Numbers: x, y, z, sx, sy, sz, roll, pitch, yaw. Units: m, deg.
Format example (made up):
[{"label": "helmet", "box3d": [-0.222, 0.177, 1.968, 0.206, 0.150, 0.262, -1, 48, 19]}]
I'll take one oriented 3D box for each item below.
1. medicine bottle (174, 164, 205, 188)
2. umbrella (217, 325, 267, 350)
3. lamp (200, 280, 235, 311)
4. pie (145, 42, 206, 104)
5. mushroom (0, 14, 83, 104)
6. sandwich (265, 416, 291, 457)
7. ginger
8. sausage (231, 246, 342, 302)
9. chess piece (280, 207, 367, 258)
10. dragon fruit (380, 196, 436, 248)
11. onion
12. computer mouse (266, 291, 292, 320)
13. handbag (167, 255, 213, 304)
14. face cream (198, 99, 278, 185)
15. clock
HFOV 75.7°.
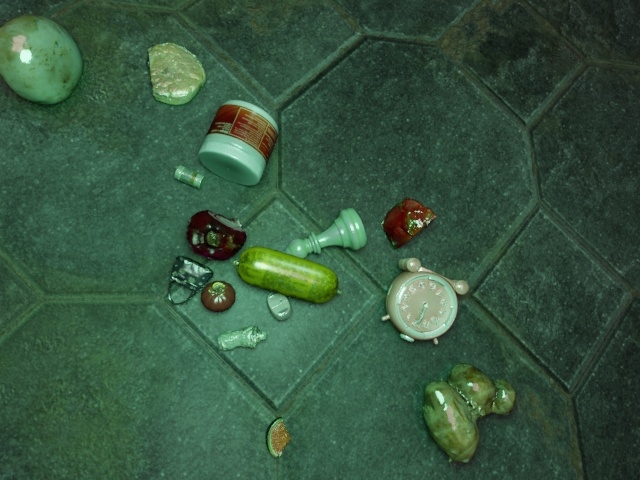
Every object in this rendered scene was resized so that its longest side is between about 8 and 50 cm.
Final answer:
[{"label": "medicine bottle", "box3d": [-0.410, -0.199, 1.293, 0.083, 0.047, 0.047, 24, 73, -5]}, {"label": "umbrella", "box3d": [-0.229, 0.286, 1.207, 0.143, 0.062, 0.067, -5, 46, -6]}, {"label": "lamp", "box3d": [-0.299, 0.164, 1.207, 0.101, 0.090, 0.101, 4, 43, -4]}, {"label": "pie", "box3d": [-0.475, -0.552, 1.361, 0.185, 0.052, 0.218, -7, 76, -12]}, {"label": "mushroom", "box3d": [-0.844, -0.530, 1.204, 0.243, 0.243, 0.244, 3, 76, -11]}, {"label": "sandwich", "box3d": [-0.124, 0.567, 1.181, 0.069, 0.026, 0.101, -20, 84, -20]}, {"label": "ginger", "box3d": [0.445, 0.496, 1.248, 0.304, 0.155, 0.245, -34, 84, -16]}, {"label": "sausage", "box3d": [-0.094, 0.105, 1.240, 0.347, 0.123, 0.123, 18, 74, -12]}, {"label": "chess piece", "box3d": [0.000, 0.000, 1.303, 0.271, 0.139, 0.139, -20, 81, -4]}, {"label": "dragon fruit", "box3d": [0.282, -0.064, 1.354, 0.127, 0.161, 0.120, -40, 89, -28]}, {"label": "onion", "box3d": [-0.312, -0.001, 1.196, 0.173, 0.198, 0.135, 24, 103, -9]}, {"label": "computer mouse", "box3d": [-0.126, 0.200, 1.260, 0.066, 0.039, 0.096, -25, 65, -17]}, {"label": "handbag", "box3d": [-0.393, 0.124, 1.207, 0.115, 0.072, 0.139, 27, 77, -6]}, {"label": "face cream", "box3d": [-0.248, -0.299, 1.269, 0.201, 0.201, 0.187, 21, 74, -6]}, {"label": "clock", "box3d": [0.314, 0.203, 1.310, 0.227, 0.142, 0.241, 24, 83, -5]}]
